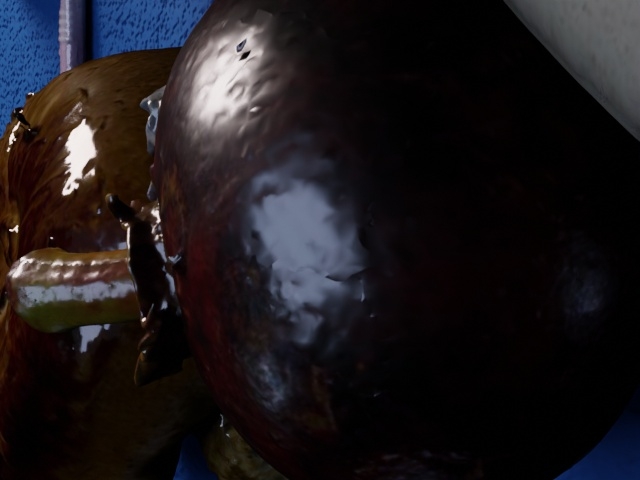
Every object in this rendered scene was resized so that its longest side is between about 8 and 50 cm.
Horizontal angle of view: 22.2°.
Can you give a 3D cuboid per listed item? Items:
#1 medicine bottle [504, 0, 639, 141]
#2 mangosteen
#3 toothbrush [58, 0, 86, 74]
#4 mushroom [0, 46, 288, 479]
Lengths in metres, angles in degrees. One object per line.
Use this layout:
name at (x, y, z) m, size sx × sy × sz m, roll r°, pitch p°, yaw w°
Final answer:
medicine bottle at (0.173, -0.212, 0.485) m, size 0.375 × 0.123 × 0.282 m, roll -63°, pitch 38°, yaw 30°
mangosteen at (0.000, 0.000, 0.649) m, size 0.235 × 0.261 × 0.235 m, roll -13°, pitch -90°, yaw -87°
toothbrush at (-0.169, -0.126, 1.080) m, size 0.024 × 0.029 × 0.354 m, roll -159°, pitch 69°, yaw -66°
mushroom at (-0.111, 0.034, 0.904) m, size 0.278 × 0.163 × 0.297 m, roll 57°, pitch 134°, yaw 35°
